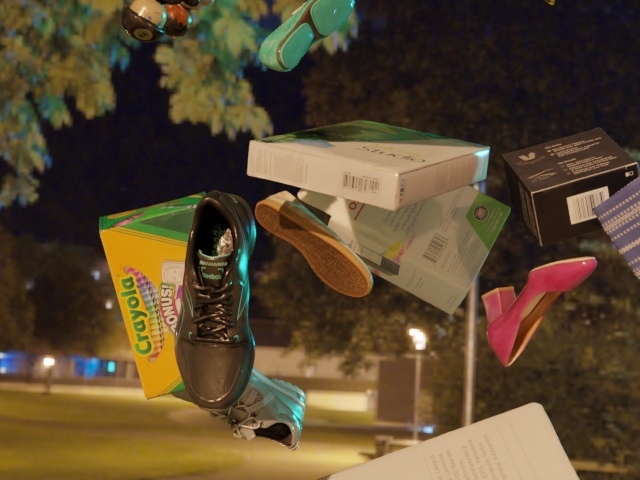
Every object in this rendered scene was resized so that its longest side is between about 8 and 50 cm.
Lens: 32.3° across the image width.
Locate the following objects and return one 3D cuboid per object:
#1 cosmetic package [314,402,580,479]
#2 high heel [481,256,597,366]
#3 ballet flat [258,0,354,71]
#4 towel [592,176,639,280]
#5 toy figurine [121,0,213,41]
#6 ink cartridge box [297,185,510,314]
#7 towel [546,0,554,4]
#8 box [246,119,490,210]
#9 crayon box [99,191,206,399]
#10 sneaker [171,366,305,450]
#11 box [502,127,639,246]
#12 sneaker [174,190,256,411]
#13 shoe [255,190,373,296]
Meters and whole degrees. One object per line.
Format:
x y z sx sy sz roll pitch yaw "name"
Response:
0.229 0.515 1.663 0.394 0.329 0.327 -20 34 1 "cosmetic package"
0.329 0.104 1.633 0.082 0.117 0.244 -3 -18 -38 "high heel"
-0.036 -0.408 2.106 0.087 0.247 0.083 11 -43 40 "ballet flat"
0.517 0.042 1.379 0.040 0.336 0.243 -30 -8 -37 "towel"
-0.243 -0.361 1.455 0.213 0.148 0.209 32 10 1 "toy figurine"
0.144 -0.043 2.052 0.354 0.207 0.119 29 -27 5 "ink cartridge box"
0.253 -0.428 1.700 0.237 0.021 0.102 16 28 -24 "towel"
0.078 -0.116 1.588 0.232 0.058 0.322 15 16 27 "box"
-0.217 0.082 1.656 0.165 0.278 0.081 -14 18 -7 "crayon box"
-0.132 0.280 1.874 0.281 0.115 0.105 21 -45 -33 "sneaker"
0.366 -0.081 1.610 0.156 0.093 0.158 -16 26 0 "box"
-0.132 0.069 1.312 0.101 0.267 0.106 -1 -9 5 "sneaker"
0.000 0.000 1.658 0.058 0.219 0.076 -36 -21 -44 "shoe"
